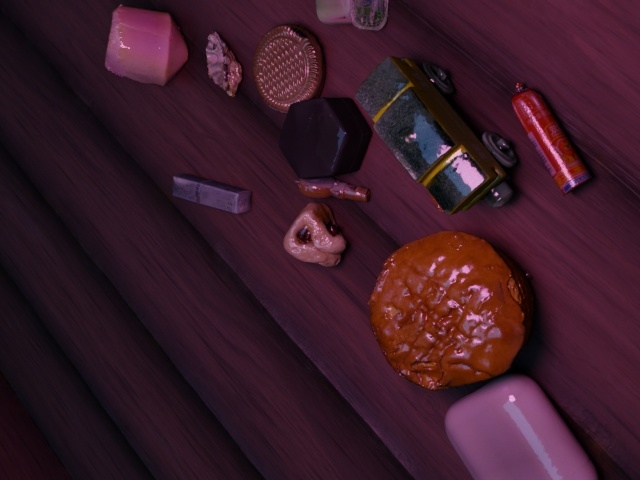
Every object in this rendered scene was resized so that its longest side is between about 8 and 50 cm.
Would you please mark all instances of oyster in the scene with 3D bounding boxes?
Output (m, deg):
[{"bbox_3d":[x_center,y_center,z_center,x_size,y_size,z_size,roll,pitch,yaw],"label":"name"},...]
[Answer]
[{"bbox_3d":[-0.290,-0.539,2.120,0.209,0.072,0.132,55,135,39],"label":"oyster"}]

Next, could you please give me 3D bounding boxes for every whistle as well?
[{"bbox_3d":[0.030,-0.142,1.948,0.220,0.107,0.057,12,115,20],"label":"whistle"}]

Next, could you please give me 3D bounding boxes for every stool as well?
[{"bbox_3d":[0.011,-0.277,1.898,0.232,0.141,0.232,10,106,35],"label":"stool"}]

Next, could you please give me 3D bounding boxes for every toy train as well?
[{"bbox_3d":[0.265,-0.248,1.629,0.179,0.272,0.442,-45,73,32],"label":"toy train"}]

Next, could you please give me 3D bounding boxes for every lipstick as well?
[{"bbox_3d":[-0.345,-0.150,2.235,0.290,0.078,0.076,15,109,33],"label":"lipstick"}]

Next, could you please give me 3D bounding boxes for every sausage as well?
[{"bbox_3d":[0.506,-0.235,1.577,0.074,0.074,0.274,-36,77,37],"label":"sausage"}]

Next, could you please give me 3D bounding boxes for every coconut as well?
[{"bbox_3d":[-0.534,-0.597,2.188,0.233,0.246,0.232,-171,90,-69],"label":"coconut"}]

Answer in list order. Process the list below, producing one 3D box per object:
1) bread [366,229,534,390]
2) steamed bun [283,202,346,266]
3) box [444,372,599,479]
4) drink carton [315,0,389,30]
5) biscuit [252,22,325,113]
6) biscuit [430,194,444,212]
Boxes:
[{"bbox_3d":[0.309,0.165,1.703,0.399,0.215,0.397,1,92,36],"label":"bread"},{"bbox_3d":[0.000,0.000,1.972,0.155,0.141,0.172,38,117,20],"label":"steamed bun"},{"bbox_3d":[0.481,0.513,1.718,0.289,0.141,0.348,-41,74,35],"label":"box"},{"bbox_3d":[0.074,-0.601,1.786,0.142,0.146,0.143,11,106,44],"label":"drink carton"},{"bbox_3d":[-0.091,-0.477,1.969,0.259,0.079,0.258,9,105,36],"label":"biscuit"},{"bbox_3d":[0.317,-0.107,1.783,0.091,0.015,0.078,28,115,30],"label":"biscuit"}]
